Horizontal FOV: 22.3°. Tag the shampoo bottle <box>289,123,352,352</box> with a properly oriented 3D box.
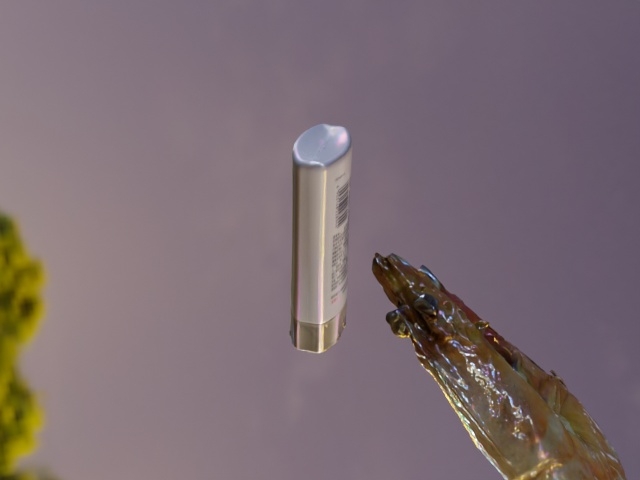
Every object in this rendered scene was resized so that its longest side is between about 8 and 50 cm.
[{"bbox_3d":[0.000,0.000,1.628,0.086,0.056,0.227,-61,157,-52],"label":"shampoo bottle"}]

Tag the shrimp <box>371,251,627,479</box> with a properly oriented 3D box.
[{"bbox_3d":[0.142,0.112,1.246,0.294,0.062,0.154,49,25,-13],"label":"shrimp"}]
